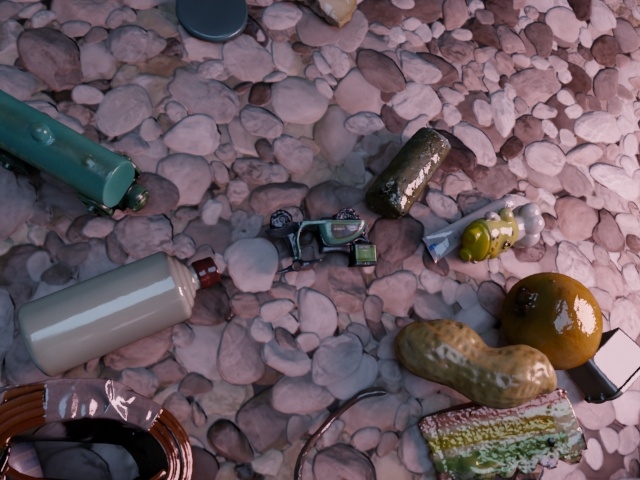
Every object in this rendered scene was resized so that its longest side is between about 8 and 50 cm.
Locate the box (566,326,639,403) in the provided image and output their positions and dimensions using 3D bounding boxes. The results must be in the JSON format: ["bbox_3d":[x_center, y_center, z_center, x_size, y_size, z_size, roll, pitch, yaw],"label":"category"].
[{"bbox_3d":[0.467,0.201,0.782,0.122,0.084,0.069,-33,76,-20],"label":"box"}]

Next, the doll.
[{"bbox_3d":[0.305,-0.012,0.801,0.162,0.106,0.062,-17,44,-23],"label":"doll"}]

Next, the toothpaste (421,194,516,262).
[{"bbox_3d":[0.261,-0.027,0.829,0.190,0.031,0.048,-29,92,-15],"label":"toothpaste"}]

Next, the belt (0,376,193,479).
[{"bbox_3d":[-0.279,0.254,0.538,0.261,0.105,0.184,25,50,-29],"label":"belt"}]

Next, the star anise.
[{"bbox_3d":[0.004,0.297,0.626,0.218,0.148,0.227,21,69,-33],"label":"star anise"}]

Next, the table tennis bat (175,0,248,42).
[{"bbox_3d":[-0.186,-0.441,0.846,0.124,0.033,0.201,7,75,-12],"label":"table tennis bat"}]

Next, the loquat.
[{"bbox_3d":[0.359,0.124,0.749,0.163,0.137,0.163,0,90,-16],"label":"loquat"}]

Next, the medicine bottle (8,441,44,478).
[{"bbox_3d":[-0.365,0.315,0.561,0.083,0.083,0.203,-19,78,-17],"label":"medicine bottle"}]

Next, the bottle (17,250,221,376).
[{"bbox_3d":[-0.254,0.084,0.641,0.245,0.104,0.104,-23,80,-18],"label":"bottle"}]

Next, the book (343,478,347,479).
[{"bbox_3d":[0.094,0.502,0.645,0.295,0.020,0.208,36,69,-1],"label":"book"}]

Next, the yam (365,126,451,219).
[{"bbox_3d":[0.152,-0.115,0.803,0.078,0.078,0.179,40,71,1],"label":"yam"}]

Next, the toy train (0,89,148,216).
[{"bbox_3d":[-0.356,-0.120,0.651,0.248,0.159,0.101,29,75,-5],"label":"toy train"}]

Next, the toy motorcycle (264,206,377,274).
[{"bbox_3d":[0.000,0.000,0.748,0.173,0.058,0.100,-1,80,-15],"label":"toy motorcycle"}]

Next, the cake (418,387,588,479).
[{"bbox_3d":[0.269,0.296,0.732,0.225,0.090,0.109,-14,80,3],"label":"cake"}]

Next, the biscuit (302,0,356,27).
[{"bbox_3d":[-0.029,-0.509,0.896,0.188,0.040,0.265,-31,83,-21],"label":"biscuit"}]

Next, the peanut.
[{"bbox_3d":[0.222,0.179,0.700,0.229,0.098,0.103,19,88,18],"label":"peanut"}]
